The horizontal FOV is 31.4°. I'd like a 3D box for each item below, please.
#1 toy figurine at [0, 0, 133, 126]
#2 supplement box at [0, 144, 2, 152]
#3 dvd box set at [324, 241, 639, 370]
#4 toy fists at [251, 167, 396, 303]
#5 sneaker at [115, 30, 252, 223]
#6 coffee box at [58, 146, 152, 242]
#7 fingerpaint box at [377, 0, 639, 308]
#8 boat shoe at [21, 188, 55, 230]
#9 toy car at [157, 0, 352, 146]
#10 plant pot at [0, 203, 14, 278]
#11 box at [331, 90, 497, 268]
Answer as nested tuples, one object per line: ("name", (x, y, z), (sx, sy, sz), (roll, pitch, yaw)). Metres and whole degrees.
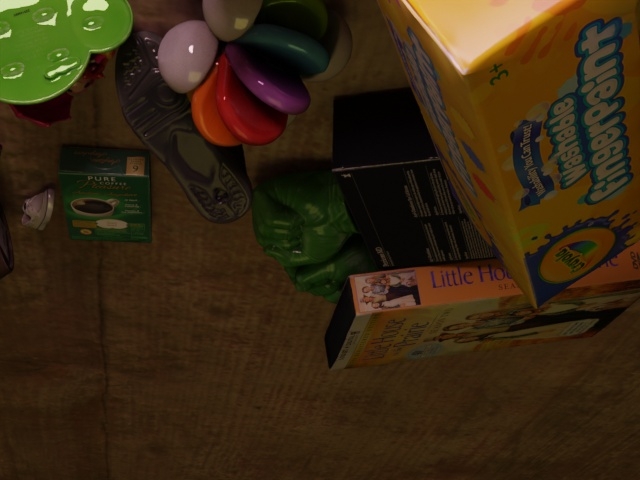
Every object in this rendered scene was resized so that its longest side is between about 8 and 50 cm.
("toy figurine", (-0.272, -0.181, 1.170), (0.173, 0.130, 0.159), (-21, 169, -11))
("supplement box", (-0.430, -0.094, 1.363), (0.083, 0.055, 0.043), (-7, 152, 17))
("dvd box set", (0.228, 0.096, 1.604), (0.420, 0.062, 0.307), (-6, 160, -9))
("toy fists", (0.000, 0.000, 1.497), (0.142, 0.096, 0.279), (-7, 153, 18))
("sneaker", (-0.151, -0.135, 1.249), (0.087, 0.130, 0.227), (-30, 118, 7))
("coffee box", (-0.270, -0.055, 1.452), (0.113, 0.040, 0.184), (2, 153, -5))
("fingerpaint box", (0.258, -0.168, 0.888), (0.371, 0.163, 0.445), (-33, 153, 1))
("boat shoe", (-0.371, -0.041, 1.490), (0.035, 0.035, 0.100), (9, 158, -22))
("toy car", (-0.059, -0.164, 1.109), (0.159, 0.136, 0.182), (23, 127, -36))
("plant pot", (-0.518, 0.014, 1.449), (0.230, 0.215, 0.215), (-13, 153, -6))
("box", (0.129, -0.069, 1.352), (0.184, 0.103, 0.261), (-7, 152, 11))
